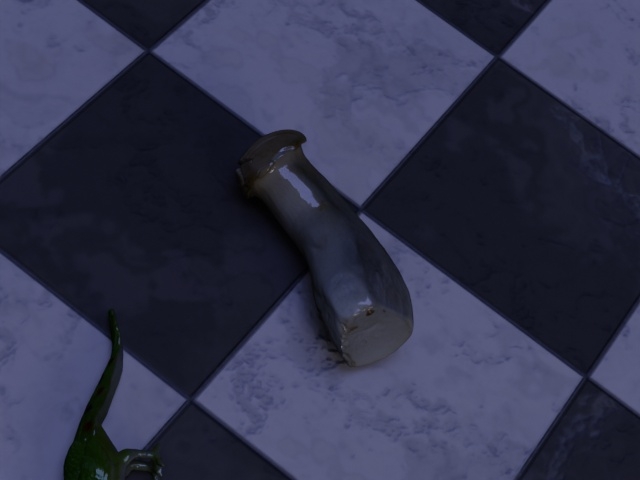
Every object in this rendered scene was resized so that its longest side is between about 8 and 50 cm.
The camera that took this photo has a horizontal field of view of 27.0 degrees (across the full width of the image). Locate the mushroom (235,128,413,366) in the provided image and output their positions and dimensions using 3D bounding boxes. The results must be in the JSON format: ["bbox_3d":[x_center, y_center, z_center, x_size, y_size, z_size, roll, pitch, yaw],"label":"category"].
[{"bbox_3d":[0.003,-0.001,1.141,0.092,0.081,0.223,-5,57,-41],"label":"mushroom"}]

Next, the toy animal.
[{"bbox_3d":[-0.153,0.149,1.032,0.075,0.041,0.216,14,53,-5],"label":"toy animal"}]
